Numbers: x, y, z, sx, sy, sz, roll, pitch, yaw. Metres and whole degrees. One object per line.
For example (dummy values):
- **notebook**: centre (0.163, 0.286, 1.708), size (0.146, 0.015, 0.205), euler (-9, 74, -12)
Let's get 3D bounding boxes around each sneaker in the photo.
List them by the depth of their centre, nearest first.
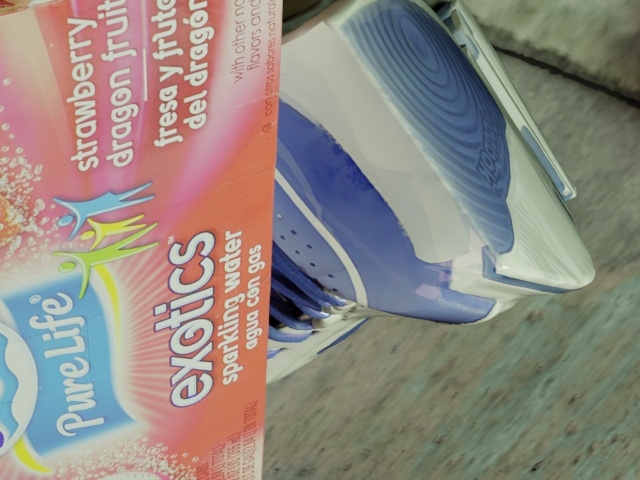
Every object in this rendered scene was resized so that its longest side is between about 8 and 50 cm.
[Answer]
- **sneaker**: centre (0.000, 0.000, 0.661), size (0.182, 0.127, 0.315), euler (-33, 180, 13)

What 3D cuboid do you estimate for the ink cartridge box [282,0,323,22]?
- **ink cartridge box**: centre (-0.134, -0.111, 0.542), size (0.234, 0.088, 0.193), euler (-30, 143, -8)

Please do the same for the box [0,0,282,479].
- **box**: centre (-0.094, -0.008, 0.505), size (0.122, 0.128, 0.257), euler (-18, 140, -21)
